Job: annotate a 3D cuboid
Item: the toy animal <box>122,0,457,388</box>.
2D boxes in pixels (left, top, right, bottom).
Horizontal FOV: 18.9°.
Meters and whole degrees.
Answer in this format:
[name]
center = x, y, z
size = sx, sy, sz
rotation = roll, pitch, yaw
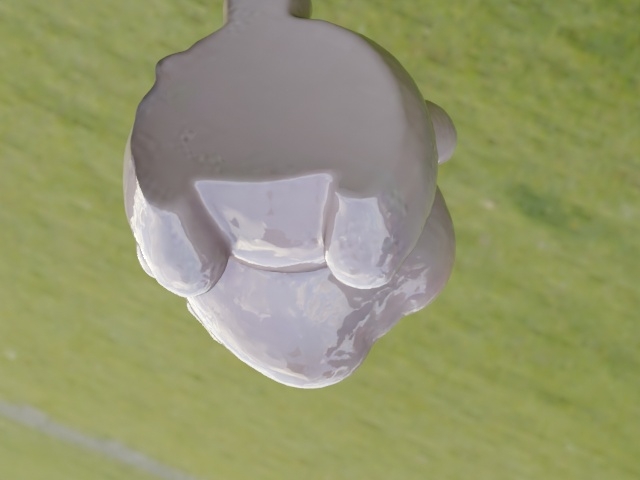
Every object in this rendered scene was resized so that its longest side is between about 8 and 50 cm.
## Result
[toy animal]
center = 0.000, 0.002, 0.706
size = 0.124, 0.124, 0.212
rotation = 19, 161, 16
